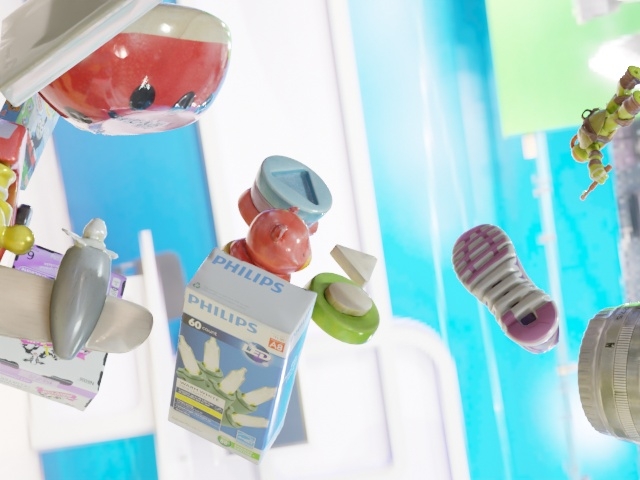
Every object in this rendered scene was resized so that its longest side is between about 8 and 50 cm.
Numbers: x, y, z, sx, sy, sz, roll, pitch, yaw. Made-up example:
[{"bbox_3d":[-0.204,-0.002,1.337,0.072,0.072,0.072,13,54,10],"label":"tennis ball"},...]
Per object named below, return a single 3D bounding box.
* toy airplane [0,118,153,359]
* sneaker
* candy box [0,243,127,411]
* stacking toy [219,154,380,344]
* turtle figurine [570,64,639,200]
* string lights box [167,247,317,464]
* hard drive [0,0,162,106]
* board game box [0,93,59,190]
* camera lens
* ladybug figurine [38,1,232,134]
[{"bbox_3d":[-0.443,0.031,1.390,0.384,0.386,0.272,54,-33,17],"label":"toy airplane"},{"bbox_3d":[0.275,0.078,1.729,0.104,0.095,0.236,47,10,-50],"label":"sneaker"},{"bbox_3d":[-0.375,0.119,1.660,0.070,0.165,0.196,-46,-152,48],"label":"candy box"},{"bbox_3d":[0.000,0.000,1.820,0.130,0.279,0.309,-53,-165,30],"label":"stacking toy"},{"bbox_3d":[0.511,-0.214,2.126,0.217,0.087,0.269,-55,-172,43],"label":"turtle figurine"},{"bbox_3d":[-0.097,0.141,1.398,0.259,0.133,0.076,103,14,-46],"label":"string lights box"},{"bbox_3d":[-0.266,-0.308,1.464,0.040,0.307,0.203,49,14,-35],"label":"hard drive"},{"bbox_3d":[-0.507,-0.218,2.070,0.160,0.039,0.211,94,7,-53],"label":"board game box"},{"bbox_3d":[0.546,0.199,1.736,0.219,0.274,0.219,2,87,-49],"label":"camera lens"},{"bbox_3d":[-0.289,-0.257,1.834,0.449,0.305,0.161,-9,86,-74],"label":"ladybug figurine"}]
